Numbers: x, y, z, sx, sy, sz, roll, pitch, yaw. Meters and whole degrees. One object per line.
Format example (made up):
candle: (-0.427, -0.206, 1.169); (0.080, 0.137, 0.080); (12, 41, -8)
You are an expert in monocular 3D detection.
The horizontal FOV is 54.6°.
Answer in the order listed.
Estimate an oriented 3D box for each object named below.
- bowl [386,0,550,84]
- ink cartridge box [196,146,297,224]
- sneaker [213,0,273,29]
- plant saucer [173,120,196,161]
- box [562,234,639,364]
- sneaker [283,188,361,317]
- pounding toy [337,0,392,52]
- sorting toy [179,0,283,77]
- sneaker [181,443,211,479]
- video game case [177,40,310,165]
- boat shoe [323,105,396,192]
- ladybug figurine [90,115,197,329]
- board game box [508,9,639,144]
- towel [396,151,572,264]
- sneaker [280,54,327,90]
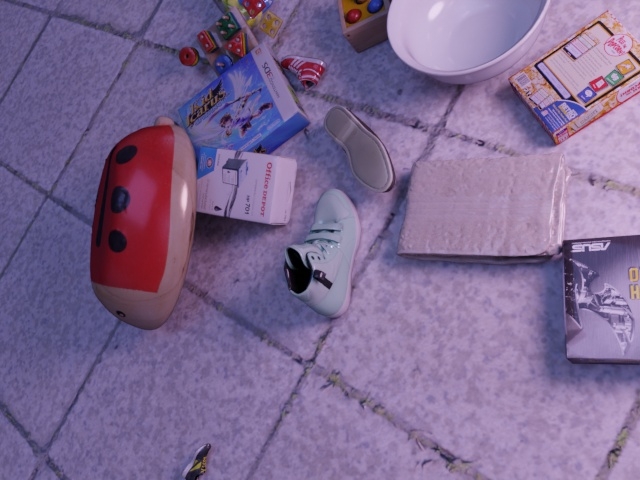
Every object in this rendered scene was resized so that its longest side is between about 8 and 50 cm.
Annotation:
bowl: (0.282, -0.398, 1.133); (0.297, 0.134, 0.298); (-12, 66, 27)
ink cartridge box: (-0.157, -0.113, 1.275); (0.190, 0.082, 0.140); (10, 95, 25)
sneaker: (-0.198, -0.619, 1.545); (0.126, 0.091, 0.240); (-38, 63, -2)
plant saucer: (-0.321, -0.175, 1.423); (0.195, 0.037, 0.195); (11, 103, 57)
box: (0.469, 0.083, 0.879); (0.231, 0.056, 0.183); (-4, 68, 30)
sneaker: (0.000, 0.000, 1.131); (0.094, 0.151, 0.256); (-10, 65, 29)
pounding toy: (0.086, -0.494, 1.307); (0.130, 0.100, 0.141); (-19, 63, 23)
sorting toy: (-0.216, -0.465, 1.462); (0.274, 0.046, 0.132); (-31, 88, 25)
sneaker: (-0.228, 0.424, 1.176); (0.035, 0.031, 0.083); (34, 94, 22)
video game case: (-0.182, -0.282, 1.406); (0.269, 0.061, 0.244); (-34, 57, 15)
boat shoe: (0.088, -0.174, 1.198); (0.081, 0.068, 0.228); (-45, 54, 22)
ladybug figurine: (-0.376, -0.038, 1.292); (0.305, 0.161, 0.450); (6, 89, 56)
board game box: (0.441, -0.274, 1.044); (0.193, 0.045, 0.147); (-33, 57, 15)
towel: (0.273, -0.055, 1.057); (0.282, 0.049, 0.187); (2, 71, 32)
sneaker: (-0.048, -0.371, 1.373); (0.118, 0.042, 0.067); (14, 75, 32)
